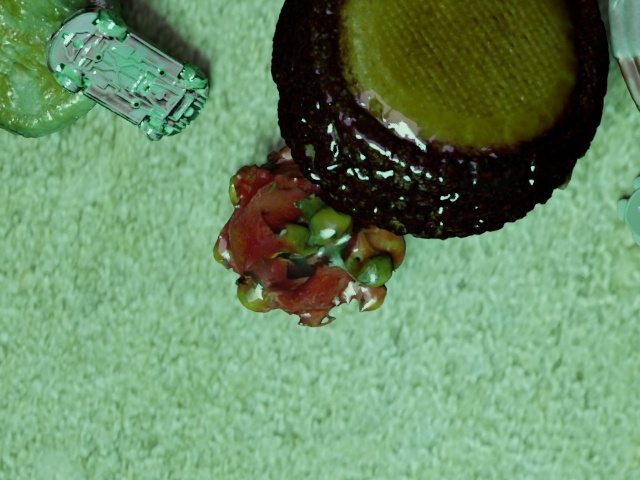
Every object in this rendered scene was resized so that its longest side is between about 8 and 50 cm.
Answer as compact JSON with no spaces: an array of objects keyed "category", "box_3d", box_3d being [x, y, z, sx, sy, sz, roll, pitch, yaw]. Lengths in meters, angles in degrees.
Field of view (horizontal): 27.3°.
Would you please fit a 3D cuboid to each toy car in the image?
[{"category":"toy car","box_3d":[-0.153,-0.136,1.046,0.142,0.055,0.069,31,109,-35]}]

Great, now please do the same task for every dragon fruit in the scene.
[{"category":"dragon fruit","box_3d":[0.000,0.000,1.015,0.150,0.207,0.133,-25,111,-21]}]

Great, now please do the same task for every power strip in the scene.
[{"category":"power strip","box_3d":[0.264,-0.013,0.985,0.083,0.035,0.055,39,110,20]}]

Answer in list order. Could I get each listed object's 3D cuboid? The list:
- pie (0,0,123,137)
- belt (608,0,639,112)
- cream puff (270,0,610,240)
[{"category":"pie","box_3d":[-0.247,-0.179,1.102,0.187,0.041,0.187,4,103,17]},{"category":"belt","box_3d":[0.330,-0.124,0.891,0.324,0.115,0.227,36,109,8]},{"category":"cream puff","box_3d":[0.079,-0.114,0.927,0.239,0.165,0.239,3,71,-9]}]
